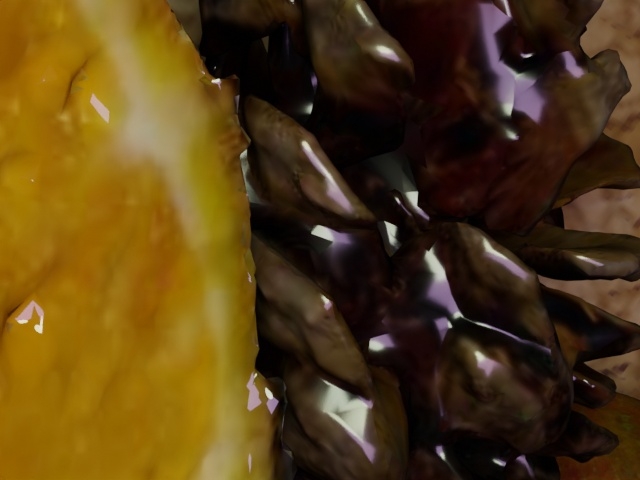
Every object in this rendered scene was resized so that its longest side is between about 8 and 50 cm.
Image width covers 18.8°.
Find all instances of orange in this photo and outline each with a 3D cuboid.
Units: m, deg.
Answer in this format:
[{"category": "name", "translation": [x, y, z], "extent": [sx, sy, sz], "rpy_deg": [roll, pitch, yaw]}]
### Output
[{"category": "orange", "translation": [-0.124, 0.085, 0.305], "extent": [0.274, 0.274, 0.310], "rpy_deg": [-21, 83, -6]}]

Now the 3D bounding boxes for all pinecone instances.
[{"category": "pinecone", "translation": [-0.001, 0.005, 0.489], "extent": [0.204, 0.179, 0.184], "rpy_deg": [-31, 129, -21]}]

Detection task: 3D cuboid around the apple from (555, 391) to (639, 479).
[{"category": "apple", "translation": [0.080, 0.101, 0.557], "extent": [0.099, 0.102, 0.114], "rpy_deg": [5, 100, -11]}]
